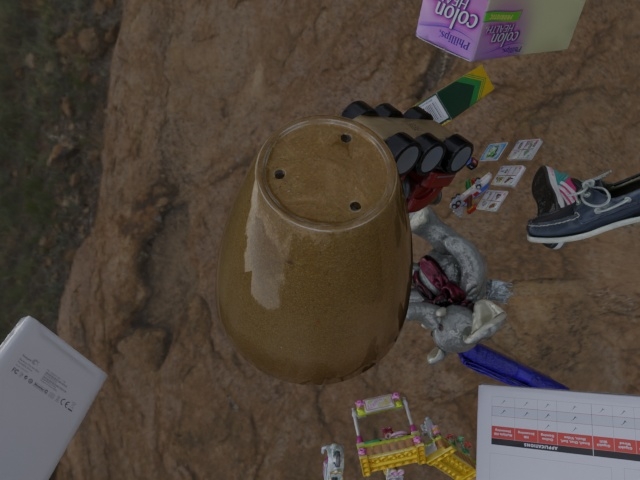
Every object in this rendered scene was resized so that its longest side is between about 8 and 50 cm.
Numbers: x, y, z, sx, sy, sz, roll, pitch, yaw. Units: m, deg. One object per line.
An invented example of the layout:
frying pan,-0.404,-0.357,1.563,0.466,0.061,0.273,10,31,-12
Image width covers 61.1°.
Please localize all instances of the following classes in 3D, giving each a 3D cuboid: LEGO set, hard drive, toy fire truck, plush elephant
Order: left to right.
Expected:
hard drive,-0.526,0.315,0.945,0.040,0.203,0.308,-15,38,32
toy fire truck,0.106,-0.063,0.834,0.158,0.217,0.246,45,125,30
LEGO set,0.144,0.309,0.831,0.107,0.286,0.132,-103,24,-54
plush elephant,0.277,0.138,1.218,0.329,0.255,0.272,27,139,-3
LEGO set,0.388,-0.137,1.231,0.183,0.060,0.244,-57,17,-3

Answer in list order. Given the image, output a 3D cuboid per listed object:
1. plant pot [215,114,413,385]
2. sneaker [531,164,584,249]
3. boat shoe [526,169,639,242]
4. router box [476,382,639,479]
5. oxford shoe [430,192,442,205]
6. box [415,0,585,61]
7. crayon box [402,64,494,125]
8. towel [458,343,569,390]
plant pot,0.000,0.000,0.554,0.237,0.237,0.254,60,163,23
sneaker,0.678,-0.074,1.458,0.124,0.178,0.296,108,177,-48
boat shoe,0.423,-0.058,0.793,0.254,0.095,0.079,-16,107,38
router box,0.308,0.295,0.476,0.335,0.082,0.301,-2,67,26
oxford shoe,0.261,-0.169,1.622,0.227,0.096,0.083,36,117,36
box,0.267,-0.386,0.729,0.117,0.213,0.243,44,140,40
crayon box,0.370,-0.435,1.876,0.363,0.313,0.106,-24,101,51
towel,0.544,0.380,1.587,0.308,0.227,0.076,25,88,8
